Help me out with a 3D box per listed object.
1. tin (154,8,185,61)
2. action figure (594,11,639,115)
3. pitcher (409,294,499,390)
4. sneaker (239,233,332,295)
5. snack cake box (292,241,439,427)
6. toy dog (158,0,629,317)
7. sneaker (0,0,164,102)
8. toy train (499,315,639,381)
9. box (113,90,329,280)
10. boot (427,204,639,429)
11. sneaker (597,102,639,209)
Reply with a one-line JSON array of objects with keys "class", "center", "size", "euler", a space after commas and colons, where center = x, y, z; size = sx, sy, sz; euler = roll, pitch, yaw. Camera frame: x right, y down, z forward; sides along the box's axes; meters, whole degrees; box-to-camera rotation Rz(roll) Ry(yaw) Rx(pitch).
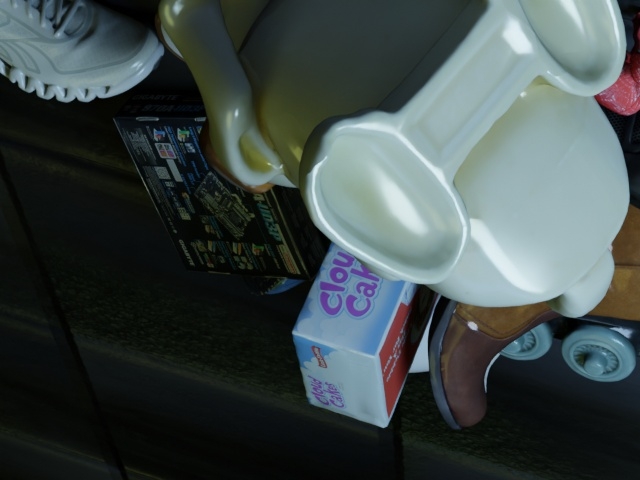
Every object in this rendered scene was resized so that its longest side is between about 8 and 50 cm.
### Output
[{"class": "tin", "center": [-0.070, -0.193, 1.712], "size": [0.190, 0.040, 0.106], "euler": [18, 148, 11]}, {"class": "action figure", "center": [0.214, -0.177, 1.486], "size": [0.091, 0.139, 0.280], "euler": [35, 173, -27]}, {"class": "pitcher", "center": [0.117, 0.077, 1.976], "size": [0.207, 0.125, 0.177], "euler": [17, 133, -10]}, {"class": "sneaker", "center": [0.000, 0.000, 1.984], "size": [0.209, 0.082, 0.069], "euler": [-29, 81, 41]}, {"class": "snack cake box", "center": [0.066, 0.029, 1.751], "size": [0.089, 0.264, 0.152], "euler": [16, 151, 14]}, {"class": "toy dog", "center": [0.053, -0.126, 1.435], "size": [0.395, 0.284, 0.408], "euler": [36, 176, -38]}, {"class": "sneaker", "center": [-0.297, -0.223, 1.765], "size": [0.292, 0.110, 0.118], "euler": [15, 143, 14]}, {"class": "toy train", "center": [0.286, 0.039, 1.749], "size": [0.334, 0.142, 0.190], "euler": [12, 140, 18]}, {"class": "box", "center": [-0.104, -0.058, 1.899], "size": [0.175, 0.051, 0.220], "euler": [3, 131, 34]}, {"class": "boot", "center": [0.241, 0.064, 1.669], "size": [0.280, 0.096, 0.264], "euler": [0, 111, 6]}, {"class": "sneaker", "center": [0.276, -0.108, 1.563], "size": [0.087, 0.130, 0.227], "euler": [42, 175, -41]}]
